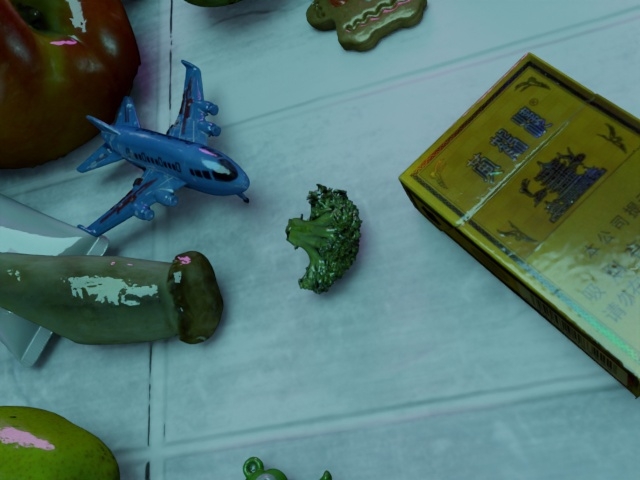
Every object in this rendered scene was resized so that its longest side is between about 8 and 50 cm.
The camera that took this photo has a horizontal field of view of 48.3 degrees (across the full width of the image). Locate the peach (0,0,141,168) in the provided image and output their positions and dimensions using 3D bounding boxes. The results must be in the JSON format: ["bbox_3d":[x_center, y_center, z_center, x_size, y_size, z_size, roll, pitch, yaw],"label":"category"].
[{"bbox_3d":[-0.463,-0.277,0.957,0.406,0.310,0.335,6,72,23],"label":"peach"}]

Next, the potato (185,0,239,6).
[{"bbox_3d":[-0.107,-0.457,0.954,0.216,0.216,0.304,34,86,30],"label":"potato"}]

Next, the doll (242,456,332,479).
[{"bbox_3d":[-0.015,0.278,0.667,0.115,0.050,0.190,-49,60,3],"label":"doll"}]

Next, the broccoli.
[{"bbox_3d":[0.000,0.000,0.770,0.092,0.097,0.095,12,40,-20],"label":"broccoli"}]

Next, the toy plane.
[{"bbox_3d":[-0.186,-0.100,0.878,0.271,0.105,0.254,23,77,27],"label":"toy plane"}]

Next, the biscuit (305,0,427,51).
[{"bbox_3d":[0.047,-0.348,0.946,0.166,0.036,0.225,-26,59,9],"label":"biscuit"}]

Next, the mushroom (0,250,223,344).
[{"bbox_3d":[-0.275,0.066,0.823,0.333,0.087,0.107,0,86,9],"label":"mushroom"}]

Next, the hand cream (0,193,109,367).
[{"bbox_3d":[-0.454,0.003,0.938,0.359,0.118,0.185,27,80,22],"label":"hand cream"}]

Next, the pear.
[{"bbox_3d":[-0.313,0.261,0.721,0.220,0.187,0.187,2,67,8],"label":"pear"}]

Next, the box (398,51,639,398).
[{"bbox_3d":[0.248,-0.026,0.686,0.193,0.084,0.301,-43,59,-2],"label":"box"}]
